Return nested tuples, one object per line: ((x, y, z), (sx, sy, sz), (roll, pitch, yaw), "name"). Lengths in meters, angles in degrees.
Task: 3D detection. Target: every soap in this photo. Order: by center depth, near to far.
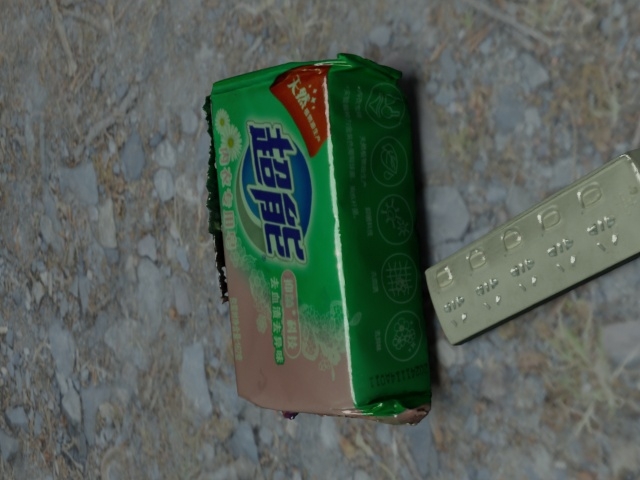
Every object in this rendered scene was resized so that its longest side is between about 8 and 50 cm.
((0.002, 0.000, 0.882), (0.217, 0.098, 0.273), (-3, 93, 47), "soap")

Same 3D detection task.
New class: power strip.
((0.156, 0.006, 0.755), (0.252, 0.027, 0.060), (-35, 68, 46), "power strip")
